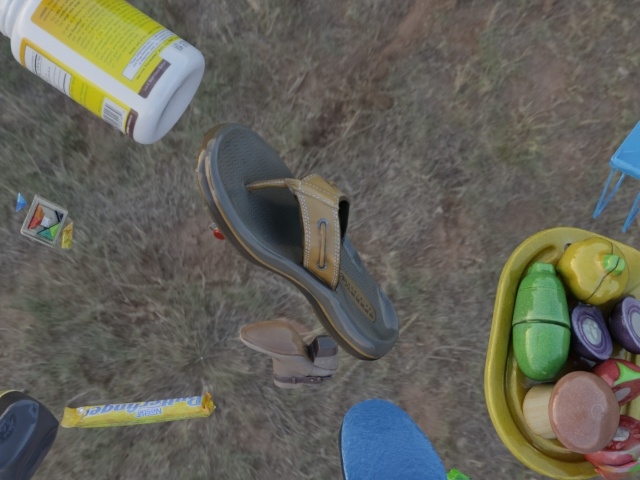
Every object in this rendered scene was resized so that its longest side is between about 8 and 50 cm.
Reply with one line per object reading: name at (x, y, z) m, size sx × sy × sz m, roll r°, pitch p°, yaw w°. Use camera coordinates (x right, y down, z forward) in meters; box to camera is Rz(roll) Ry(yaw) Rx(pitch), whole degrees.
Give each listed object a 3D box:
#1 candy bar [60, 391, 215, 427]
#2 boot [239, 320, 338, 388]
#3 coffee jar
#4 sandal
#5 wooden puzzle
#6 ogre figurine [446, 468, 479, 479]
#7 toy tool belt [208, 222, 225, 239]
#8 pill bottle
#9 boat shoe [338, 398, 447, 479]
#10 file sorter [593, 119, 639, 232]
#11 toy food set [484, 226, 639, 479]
candy bar at (-0.194, 0.183, 0.969) m, size 0.161 × 0.040 × 0.018 m, roll -4°, pitch 107°, yaw -9°
boot at (-0.036, 0.128, 0.968) m, size 0.118 × 0.087 × 0.042 m, roll 10°, pitch 49°, yaw -13°
coffee jar at (-0.353, 0.188, 0.902) m, size 0.184 × 0.079 × 0.096 m, roll 6°, pitch 51°, yaw 31°
sandal at (0.000, 0.000, 0.617) m, size 0.219 × 0.060 × 0.090 m, roll 51°, pitch 35°, yaw -26°
wooden puzzle at (-0.459, -0.032, 1.509) m, size 0.116 × 0.014 × 0.079 m, roll 22°, pitch 75°, yaw -45°
ogre figurine at (0.214, 0.406, 1.226) m, size 0.118 × 0.097 × 0.197 m, roll 1°, pitch 81°, yaw -14°
toy tool belt at (-0.112, -0.034, 1.229) m, size 0.052 × 0.083 × 0.051 m, roll 37°, pitch 55°, yaw -18°
pill bottle at (-0.238, -0.203, 0.947) m, size 0.215 × 0.117 × 0.117 m, roll 34°, pitch 80°, yaw 0°
boat shoe at (0.074, 0.265, 0.781) m, size 0.109 × 0.089 × 0.258 m, roll -11°, pitch 55°, yaw -13°
file sorter at (0.434, -0.052, 1.092) m, size 0.170 × 0.104 × 0.118 m, roll 29°, pitch 46°, yaw 20°
toy food set at (0.182, 0.090, 0.603) m, size 0.128 × 0.071 × 0.218 m, roll 16°, pitch 74°, yaw -16°
